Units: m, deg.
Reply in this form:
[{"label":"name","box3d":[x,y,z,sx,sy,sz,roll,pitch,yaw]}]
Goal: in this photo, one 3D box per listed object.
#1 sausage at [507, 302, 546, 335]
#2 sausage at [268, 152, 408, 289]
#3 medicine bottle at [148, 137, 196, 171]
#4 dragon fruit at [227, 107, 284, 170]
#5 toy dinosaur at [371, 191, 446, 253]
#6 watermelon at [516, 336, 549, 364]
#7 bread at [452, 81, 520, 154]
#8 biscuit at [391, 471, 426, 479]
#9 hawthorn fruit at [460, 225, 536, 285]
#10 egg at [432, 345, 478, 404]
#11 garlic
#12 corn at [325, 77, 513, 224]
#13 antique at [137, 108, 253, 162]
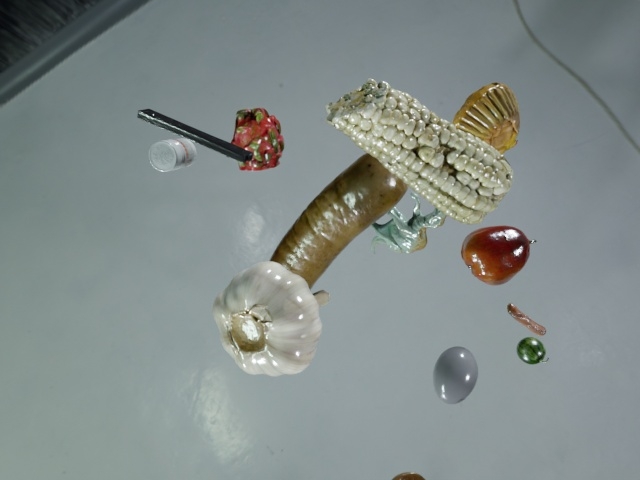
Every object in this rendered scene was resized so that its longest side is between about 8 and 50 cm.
[{"label":"sausage","box3d":[0.689,0.268,1.567,0.158,0.042,0.036,37,119,-2]},{"label":"sausage","box3d":[-0.002,-0.002,0.988,0.136,0.123,0.501,51,121,16]},{"label":"medicine bottle","box3d":[-0.274,-0.161,0.872,0.057,0.089,0.057,2,105,9]},{"label":"dragon fruit","box3d":[-0.187,-0.287,1.325,0.166,0.160,0.172,-9,107,-22]},{"label":"toy dinosaur","box3d":[0.189,-0.032,1.262,0.092,0.393,0.205,-35,75,-31]},{"label":"watermelon","box3d":[0.769,0.406,1.699,0.108,0.109,0.109,-1,83,12]},{"label":"bread","box3d":[0.566,-0.391,1.584,0.274,0.274,0.149,-42,57,5]},{"label":"biscuit","box3d":[0.200,0.628,1.074,0.124,0.026,0.175,14,68,-2]},{"label":"hawthorn fruit","box3d":[0.653,0.039,1.699,0.260,0.224,0.224,-28,79,13]},{"label":"egg","box3d":[0.461,0.462,1.602,0.146,0.146,0.199,24,78,13]},{"label":"garlic","box3d":[-0.061,0.119,0.827,0.199,0.226,0.199,10,108,32]},{"label":"corn","box3d":[0.108,-0.099,0.489,0.210,0.087,0.087,34,92,-13]},{"label":"antique","box3d":[-0.196,-0.165,0.730,0.192,0.031,0.015,23,114,7]}]
